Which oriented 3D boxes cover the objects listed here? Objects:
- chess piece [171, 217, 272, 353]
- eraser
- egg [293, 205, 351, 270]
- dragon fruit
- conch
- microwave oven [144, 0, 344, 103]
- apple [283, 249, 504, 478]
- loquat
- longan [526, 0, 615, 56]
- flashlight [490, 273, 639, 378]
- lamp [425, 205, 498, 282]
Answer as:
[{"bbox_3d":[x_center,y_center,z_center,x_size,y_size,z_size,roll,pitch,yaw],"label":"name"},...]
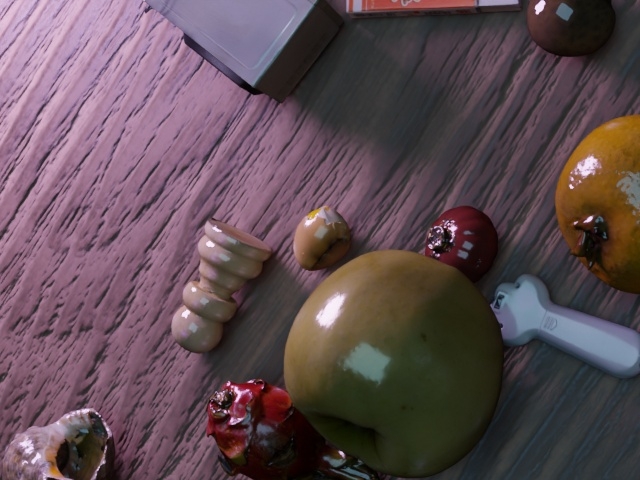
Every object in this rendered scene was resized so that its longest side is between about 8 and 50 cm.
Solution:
[{"bbox_3d":[-0.139,0.066,1.712,0.094,0.094,0.170,29,100,18],"label":"chess piece"},{"bbox_3d":[0.148,-0.372,1.695,0.230,0.038,0.157,1,83,17],"label":"eraser"},{"bbox_3d":[0.000,0.000,1.680,0.071,0.071,0.083,46,104,16],"label":"egg"},{"bbox_3d":[-0.029,0.259,1.634,0.246,0.125,0.125,21,81,6],"label":"dragon fruit"},{"bbox_3d":[-0.334,0.292,1.707,0.130,0.207,0.155,25,84,-26],"label":"conch"},{"bbox_3d":[-0.098,-0.300,1.714,0.205,0.129,0.163,41,98,17],"label":"microwave oven"},{"bbox_3d":[0.088,0.146,1.547,0.262,0.262,0.262,-2,83,17],"label":"apple"},{"bbox_3d":[0.372,-0.041,1.504,0.208,0.208,0.208,-2,83,17],"label":"loquat"},{"bbox_3d":[0.310,-0.278,1.607,0.113,0.092,0.113,-3,72,9],"label":"longan"},{"bbox_3d":[0.303,0.109,1.589,0.200,0.047,0.093,22,91,15],"label":"flashlight"},{"bbox_3d":[0.174,0.007,1.617,0.101,0.090,0.101,-23,58,43],"label":"lamp"}]
